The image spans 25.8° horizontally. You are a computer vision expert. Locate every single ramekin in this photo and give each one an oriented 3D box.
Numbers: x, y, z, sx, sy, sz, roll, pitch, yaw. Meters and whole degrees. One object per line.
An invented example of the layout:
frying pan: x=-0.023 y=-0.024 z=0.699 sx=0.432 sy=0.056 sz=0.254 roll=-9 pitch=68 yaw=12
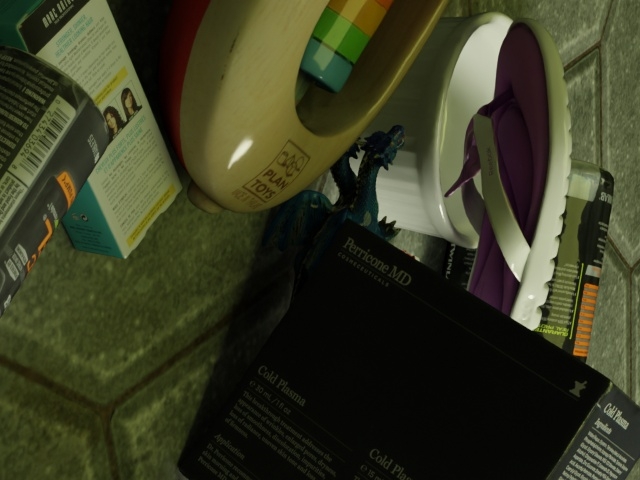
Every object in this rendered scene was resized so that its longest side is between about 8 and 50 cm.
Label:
ramekin: x=0.142 y=-0.136 z=1.658 sx=0.277 sy=0.135 sz=0.277 roll=-23 pitch=118 yaw=-56

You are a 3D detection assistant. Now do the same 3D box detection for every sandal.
sandal: x=0.191 y=-0.035 z=1.525 sx=0.102 sy=0.169 sz=0.416 roll=1 pitch=100 yaw=-19

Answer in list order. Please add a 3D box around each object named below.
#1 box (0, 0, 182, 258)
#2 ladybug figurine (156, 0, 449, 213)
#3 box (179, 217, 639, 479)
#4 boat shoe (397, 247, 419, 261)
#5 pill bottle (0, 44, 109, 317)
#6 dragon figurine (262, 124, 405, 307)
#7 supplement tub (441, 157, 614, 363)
box: x=-0.200 y=-0.108 z=1.164 sx=0.100 sy=0.060 sz=0.244 roll=-55 pitch=141 yaw=-37
ladybug figurine: x=-0.010 y=-0.231 z=1.277 sx=0.449 sy=0.162 sz=0.305 roll=-57 pitch=155 yaw=-2
box: x=0.096 y=0.205 z=1.387 sx=0.312 sy=0.343 sz=0.179 roll=-56 pitch=146 yaw=-1
boat shoe: x=0.079 y=0.074 z=1.702 sx=0.043 sy=0.049 sz=0.137 roll=24 pitch=75 yaw=-15
pill bottle: x=-0.265 y=-0.013 z=1.012 sx=0.246 sy=0.130 sz=0.130 roll=-63 pitch=145 yaw=-27
dragon figurine: x=0.000 y=0.000 z=1.489 sx=0.289 sy=0.085 sz=0.144 roll=-55 pitch=145 yaw=-4
supplement tub: x=0.262 y=0.058 z=1.842 sx=0.207 sy=0.207 sz=0.338 roll=13 pitch=87 yaw=-60
